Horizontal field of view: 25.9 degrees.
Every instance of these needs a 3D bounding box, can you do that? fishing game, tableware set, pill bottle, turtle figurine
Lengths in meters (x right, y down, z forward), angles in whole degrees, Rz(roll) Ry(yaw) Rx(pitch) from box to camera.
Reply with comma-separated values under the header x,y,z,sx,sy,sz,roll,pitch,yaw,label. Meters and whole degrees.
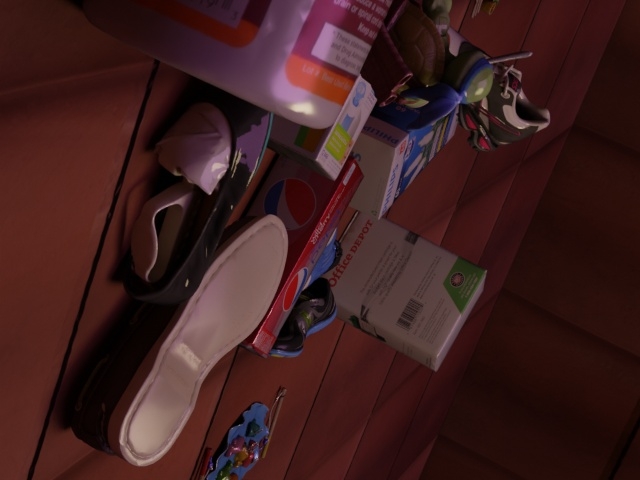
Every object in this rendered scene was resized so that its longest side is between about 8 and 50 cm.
x,y,z,sx,sy,sz,roll,pitch,yaw,label
-0.121,0.337,2.109,0.264,0.041,0.189,-28,139,-64,fishing game
0.286,-0.427,2.207,0.104,0.024,0.154,-44,155,-50,tableware set
-0.009,-0.305,1.078,0.392,0.224,0.224,-64,165,6,pill bottle
0.081,-0.239,1.392,0.275,0.266,0.198,-58,164,-16,turtle figurine

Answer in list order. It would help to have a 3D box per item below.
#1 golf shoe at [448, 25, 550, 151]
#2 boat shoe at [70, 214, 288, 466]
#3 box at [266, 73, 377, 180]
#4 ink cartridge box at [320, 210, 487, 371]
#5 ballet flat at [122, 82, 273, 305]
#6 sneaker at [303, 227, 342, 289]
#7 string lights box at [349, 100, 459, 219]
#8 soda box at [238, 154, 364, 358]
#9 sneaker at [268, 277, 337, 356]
x,y,z,sx,sy,sz,roll,pitch,yaw,label
0.215,-0.236,1.940,0.273,0.120,0.105,42,54,-37,golf shoe
-0.150,0.094,1.511,0.324,0.096,0.116,-57,137,-25,boat shoe
0.009,-0.187,1.551,0.203,0.103,0.114,-62,165,-3,box
0.119,0.073,2.123,0.160,0.219,0.092,-58,167,-17,ink cartridge box
-0.125,-0.052,1.372,0.096,0.095,0.280,-12,128,-55,ballet flat
-0.001,0.000,1.903,0.084,0.058,0.152,-34,152,-50,sneaker
0.122,-0.158,2.013,0.260,0.076,0.133,-48,157,-45,string lights box
-0.051,0.004,1.691,0.263,0.092,0.083,-62,165,-8,soda box
-0.038,0.109,1.987,0.188,0.067,0.078,-40,132,-51,sneaker
